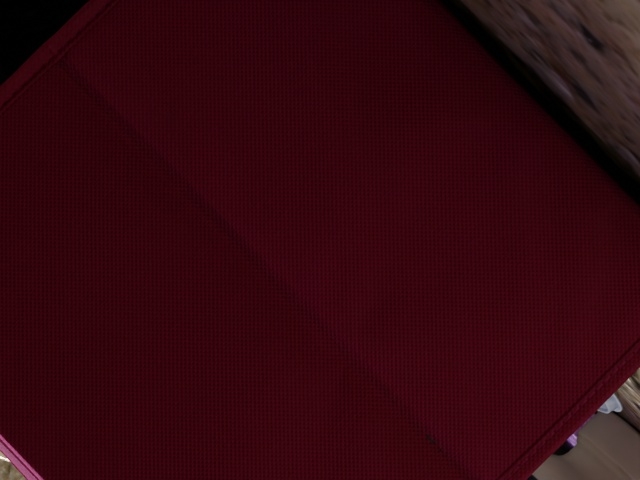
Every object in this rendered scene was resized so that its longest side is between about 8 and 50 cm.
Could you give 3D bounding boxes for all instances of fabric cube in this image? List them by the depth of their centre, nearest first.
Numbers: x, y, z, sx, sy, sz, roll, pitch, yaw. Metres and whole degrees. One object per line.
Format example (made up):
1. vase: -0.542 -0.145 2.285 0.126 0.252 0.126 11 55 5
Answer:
1. fabric cube: -0.020 0.021 0.777 0.258 0.259 0.254 45 178 2

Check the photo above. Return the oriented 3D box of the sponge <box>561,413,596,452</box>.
1. sponge: 0.261 0.199 1.545 0.117 0.031 0.210 46 177 11

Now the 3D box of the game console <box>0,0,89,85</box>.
1. game console: -0.075 -0.060 0.999 0.361 0.213 0.044 46 -153 -28

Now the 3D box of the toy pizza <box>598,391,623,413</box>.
1. toy pizza: 0.130 0.037 1.117 0.201 0.032 0.201 44 176 4

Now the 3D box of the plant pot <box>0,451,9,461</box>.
1. plant pot: -0.108 0.066 1.240 0.334 0.334 0.305 47 169 -33

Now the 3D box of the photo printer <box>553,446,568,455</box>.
1. photo printer: 0.212 0.249 1.681 0.256 0.107 0.307 45 -171 8

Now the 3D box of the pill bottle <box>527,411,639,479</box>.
1. pill bottle: 0.179 0.268 1.356 0.153 0.264 0.153 47 177 3
